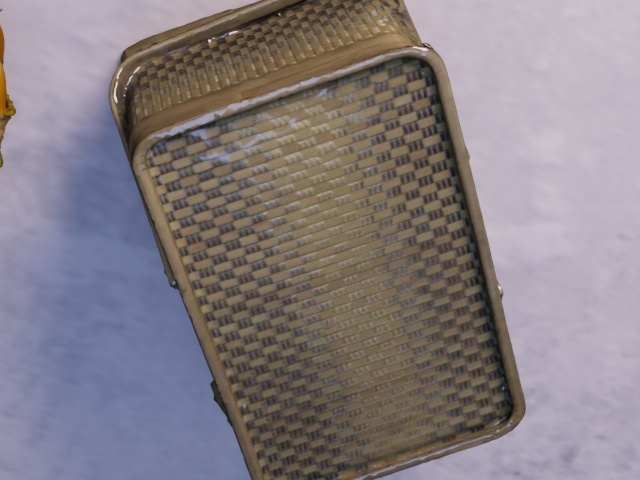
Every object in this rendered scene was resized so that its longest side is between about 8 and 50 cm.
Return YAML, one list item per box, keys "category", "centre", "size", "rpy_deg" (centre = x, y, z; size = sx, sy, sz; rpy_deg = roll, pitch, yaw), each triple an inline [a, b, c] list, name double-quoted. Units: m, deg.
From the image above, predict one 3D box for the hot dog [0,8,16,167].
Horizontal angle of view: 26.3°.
- category: "hot dog"
  centre: [-0.224, -0.009, 0.722]
  size: [0.072, 0.109, 0.269]
  rpy_deg: [15, 116, -27]

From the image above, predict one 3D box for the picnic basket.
- category: "picnic basket"
  centre: [0.000, 0.000, 0.753]
  size: [0.165, 0.139, 0.267]
  rpy_deg: [-18, 118, -2]
